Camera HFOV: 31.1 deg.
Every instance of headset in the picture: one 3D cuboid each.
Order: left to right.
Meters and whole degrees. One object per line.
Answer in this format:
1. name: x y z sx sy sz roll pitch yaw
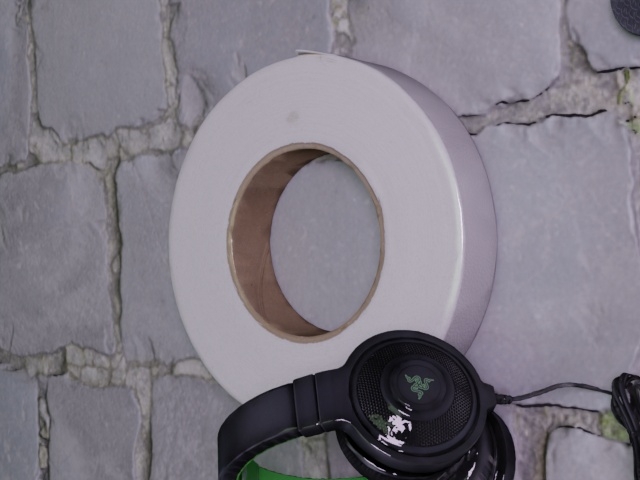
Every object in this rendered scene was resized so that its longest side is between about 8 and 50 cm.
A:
1. headset: 0.102 0.199 1.023 0.394 0.243 0.185 -16 54 12

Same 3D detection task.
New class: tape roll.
1. tape roll: 0.000 0.000 1.202 0.392 0.072 0.392 0 89 38

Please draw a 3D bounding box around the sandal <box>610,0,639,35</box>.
1. sandal: 0.351 -0.265 0.953 0.254 0.054 0.097 -36 62 42
